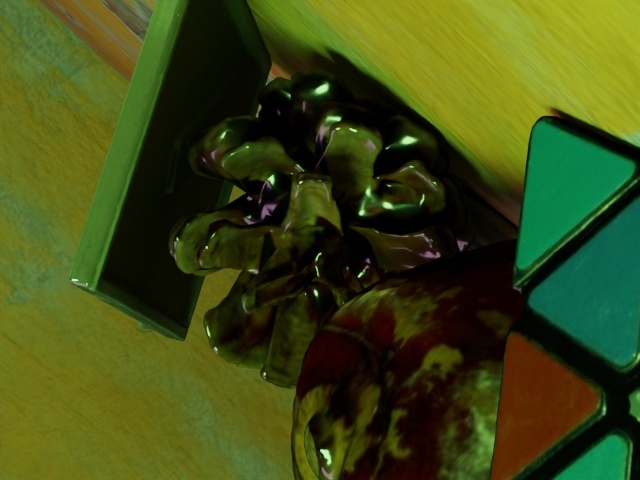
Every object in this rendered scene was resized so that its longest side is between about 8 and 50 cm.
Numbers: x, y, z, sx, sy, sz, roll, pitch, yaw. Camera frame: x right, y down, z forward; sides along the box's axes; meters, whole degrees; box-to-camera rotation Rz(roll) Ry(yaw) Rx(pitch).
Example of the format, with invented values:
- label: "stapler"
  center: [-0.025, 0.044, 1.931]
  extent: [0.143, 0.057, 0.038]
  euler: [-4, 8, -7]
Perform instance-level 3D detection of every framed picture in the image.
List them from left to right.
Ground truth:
- label: "framed picture"
  center: [-0.093, -0.059, 1.079]
  extent: [0.020, 0.240, 0.324]
  euler: [16, 174, 7]

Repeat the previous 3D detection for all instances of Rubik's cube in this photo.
- label: "Rubik's cube"
  center: [0.205, 0.071, 0.692]
  extent: [0.234, 0.284, 0.250]
  euler: [19, -144, -32]

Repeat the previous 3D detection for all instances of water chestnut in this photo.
- label: "water chestnut"
  center: [0.125, 0.122, 0.835]
  extent: [0.289, 0.244, 0.289]
  euler: [45, 176, 4]

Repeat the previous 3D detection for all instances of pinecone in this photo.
- label: "pinecone"
  center: [-0.001, 0.002, 1.017]
  extent: [0.229, 0.203, 0.201]
  euler: [88, -176, -49]

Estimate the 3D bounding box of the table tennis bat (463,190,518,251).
- label: "table tennis bat"
  center: [0.110, 0.009, 1.202]
  extent: [0.198, 0.050, 0.321]
  euler: [43, 172, -20]
